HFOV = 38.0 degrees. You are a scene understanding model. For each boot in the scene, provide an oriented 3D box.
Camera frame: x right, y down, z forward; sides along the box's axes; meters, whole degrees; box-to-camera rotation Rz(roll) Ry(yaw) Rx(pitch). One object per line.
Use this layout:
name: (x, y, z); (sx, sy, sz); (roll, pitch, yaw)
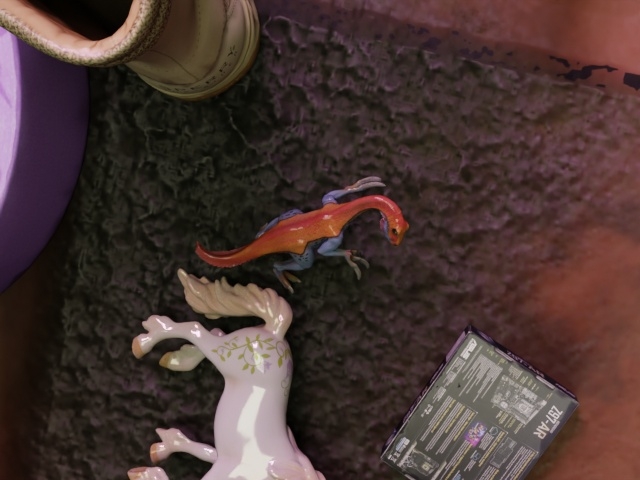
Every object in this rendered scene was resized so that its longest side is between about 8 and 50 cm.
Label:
boot: (-0.125, -0.177, 0.381); (0.095, 0.203, 0.262); (-29, 93, 9)

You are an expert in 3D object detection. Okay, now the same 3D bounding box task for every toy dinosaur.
toy dinosaur: (0.000, 0.000, 0.454); (0.082, 0.090, 0.047); (-30, 79, 53)

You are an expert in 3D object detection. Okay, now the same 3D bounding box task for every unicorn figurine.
unicorn figurine: (-0.038, 0.099, 0.473); (0.111, 0.060, 0.161); (1, 105, 17)

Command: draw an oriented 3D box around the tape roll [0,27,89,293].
tape roll: (-0.263, -0.075, 0.469); (0.275, 0.090, 0.274); (1, 97, 6)

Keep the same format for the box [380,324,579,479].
box: (0.081, 0.096, 0.480); (0.067, 0.018, 0.083); (33, 99, 2)
